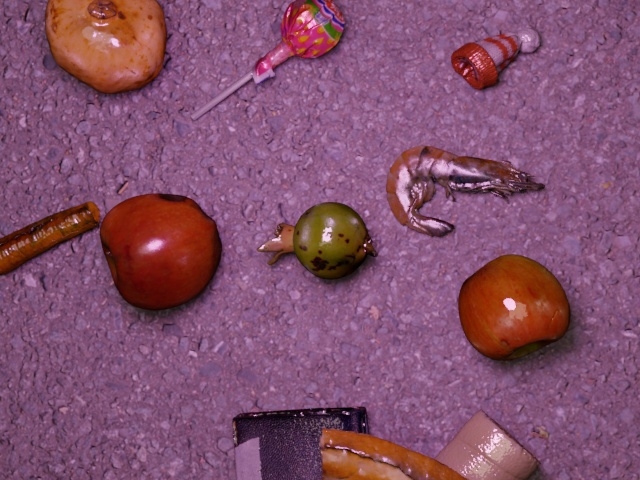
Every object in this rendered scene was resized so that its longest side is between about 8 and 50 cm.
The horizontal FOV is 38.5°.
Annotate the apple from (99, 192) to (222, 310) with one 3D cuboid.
[{"bbox_3d":[-0.299,0.017,1.738,0.230,0.230,0.229,-1,85,8],"label":"apple"}]

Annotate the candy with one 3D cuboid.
[{"bbox_3d":[-0.113,-0.349,1.807,0.365,0.124,0.124,-34,81,12],"label":"candy"}]

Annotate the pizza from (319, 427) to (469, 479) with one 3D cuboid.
[{"bbox_3d":[0.127,0.530,1.618,0.440,0.130,0.406,33,122,1],"label":"pizza"}]

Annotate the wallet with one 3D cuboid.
[{"bbox_3d":[-0.031,0.429,1.734,0.262,0.071,0.220,-6,89,11],"label":"wallet"}]

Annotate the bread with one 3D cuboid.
[{"bbox_3d":[0.296,0.401,1.640,0.148,0.134,0.141,40,93,-26],"label":"bread"}]

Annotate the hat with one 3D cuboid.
[{"bbox_3d":[0.341,-0.360,1.739,0.162,0.112,0.093,-34,108,-6],"label":"hat"}]

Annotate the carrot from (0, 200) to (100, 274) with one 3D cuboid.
[{"bbox_3d":[-0.564,-0.003,1.848,0.260,0.070,0.070,-24,82,3],"label":"carrot"}]

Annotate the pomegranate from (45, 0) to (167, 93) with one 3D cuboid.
[{"bbox_3d":[-0.414,-0.403,1.779,0.248,0.248,0.248,-1,85,8],"label":"pomegranate"}]

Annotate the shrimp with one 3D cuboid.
[{"bbox_3d":[0.268,-0.083,1.740,0.296,0.058,0.169,11,94,13],"label":"shrimp"}]

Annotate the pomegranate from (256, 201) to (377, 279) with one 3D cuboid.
[{"bbox_3d":[-0.007,0.011,1.725,0.220,0.156,0.156,-22,82,24],"label":"pomegranate"}]

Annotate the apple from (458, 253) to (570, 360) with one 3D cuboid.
[{"bbox_3d":[0.342,0.118,1.640,0.196,0.196,0.195,-1,85,8],"label":"apple"}]
